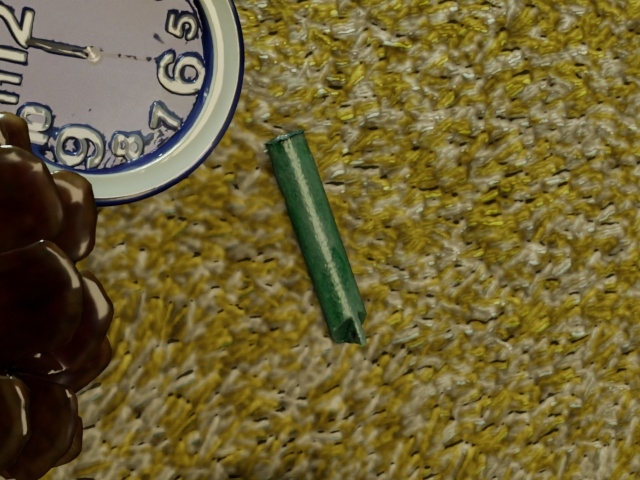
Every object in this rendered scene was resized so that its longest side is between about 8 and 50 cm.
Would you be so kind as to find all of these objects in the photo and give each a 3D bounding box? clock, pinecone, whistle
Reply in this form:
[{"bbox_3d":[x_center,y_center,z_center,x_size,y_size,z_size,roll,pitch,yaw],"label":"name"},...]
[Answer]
[{"bbox_3d":[-0.177,-0.143,1.164,0.230,0.083,0.230,-1,95,-16],"label":"clock"},{"bbox_3d":[-0.329,0.065,0.982,0.398,0.398,0.397,-1,94,-18],"label":"pinecone"},{"bbox_3d":[0.000,0.000,1.251,0.039,0.039,0.186,-22,100,-15],"label":"whistle"}]
